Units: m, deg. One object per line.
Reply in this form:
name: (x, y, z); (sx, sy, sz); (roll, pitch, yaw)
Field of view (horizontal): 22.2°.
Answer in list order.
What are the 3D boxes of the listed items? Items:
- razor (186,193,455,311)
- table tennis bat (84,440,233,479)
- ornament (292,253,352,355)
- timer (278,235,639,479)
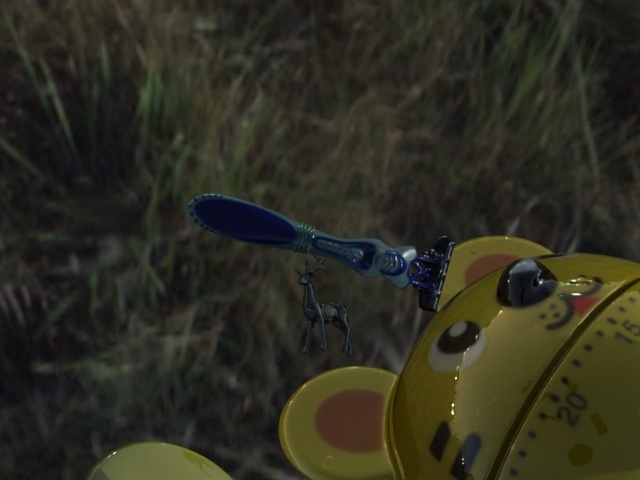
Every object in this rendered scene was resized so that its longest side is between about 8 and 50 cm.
razor: (0.002, 0.001, 0.900); (0.155, 0.028, 0.044); (16, 92, -15)
table tennis bat: (-0.125, 0.373, 1.742); (0.224, 0.054, 0.368); (-10, 60, -43)
ornament: (0.004, 0.071, 1.891); (0.073, 0.028, 0.125); (4, 69, -38)
timer: (0.196, 0.157, 1.502); (0.387, 0.376, 0.376); (32, 67, 27)
